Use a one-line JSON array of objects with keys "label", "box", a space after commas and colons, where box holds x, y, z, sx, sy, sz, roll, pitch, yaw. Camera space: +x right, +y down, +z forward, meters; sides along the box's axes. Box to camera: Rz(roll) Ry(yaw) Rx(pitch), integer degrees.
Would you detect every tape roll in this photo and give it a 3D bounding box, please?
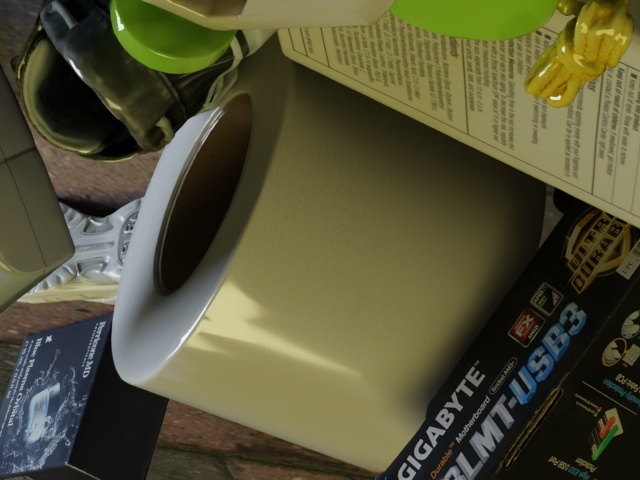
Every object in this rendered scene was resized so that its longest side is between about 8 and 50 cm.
[{"label": "tape roll", "box": [0.000, 0.000, 0.971, 0.169, 0.246, 0.246, 23, 153, -19]}]

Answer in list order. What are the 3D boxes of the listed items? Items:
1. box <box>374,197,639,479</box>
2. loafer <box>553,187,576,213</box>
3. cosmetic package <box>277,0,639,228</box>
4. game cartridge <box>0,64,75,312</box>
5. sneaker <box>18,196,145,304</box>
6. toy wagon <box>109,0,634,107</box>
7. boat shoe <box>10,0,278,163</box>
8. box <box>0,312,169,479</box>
[{"label": "box", "box": [0.210, 0.077, 0.942, 0.295, 0.293, 0.073, 30, -172, -47]}, {"label": "loafer", "box": [0.231, 0.002, 1.036, 0.109, 0.095, 0.302, -12, 145, 39]}, {"label": "cosmetic package", "box": [0.127, -0.104, 0.739, 0.309, 0.113, 0.160, 27, 160, 17]}, {"label": "game cartridge", "box": [-0.252, -0.093, 0.919, 0.297, 0.062, 0.198, 61, 150, 2]}, {"label": "sneaker", "box": [-0.174, 0.025, 1.295, 0.232, 0.090, 0.115, 1, 156, 26]}, {"label": "toy wagon", "box": [-0.045, -0.148, 0.571, 0.344, 0.068, 0.267, 22, 158, -8]}, {"label": "boat shoe", "box": [-0.113, -0.104, 0.861, 0.121, 0.119, 0.335, 49, 169, -6]}, {"label": "box", "box": [-0.229, 0.166, 1.528, 0.093, 0.156, 0.158, 33, 148, -34]}]
